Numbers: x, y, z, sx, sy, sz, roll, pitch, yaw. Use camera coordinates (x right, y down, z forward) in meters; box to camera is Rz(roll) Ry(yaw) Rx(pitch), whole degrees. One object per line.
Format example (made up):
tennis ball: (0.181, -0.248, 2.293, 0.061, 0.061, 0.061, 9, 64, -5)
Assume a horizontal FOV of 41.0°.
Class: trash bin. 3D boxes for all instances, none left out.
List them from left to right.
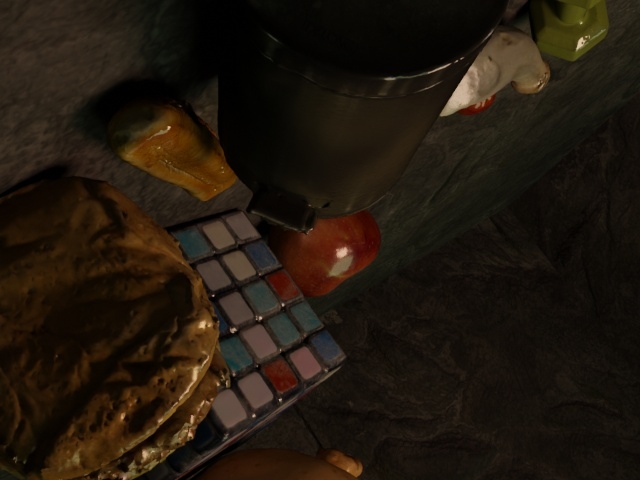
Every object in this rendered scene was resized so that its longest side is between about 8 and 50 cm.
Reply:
trash bin: (0.017, -0.156, 0.712, 0.301, 0.203, 0.252, 113, 0, -71)

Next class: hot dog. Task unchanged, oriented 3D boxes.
hot dog: (-0.143, -0.091, 0.871, 0.088, 0.061, 0.286, -31, 170, -2)

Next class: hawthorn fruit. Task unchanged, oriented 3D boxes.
hawthorn fruit: (0.232, -0.241, 1.339, 0.093, 0.093, 0.093, -34, 169, -7)

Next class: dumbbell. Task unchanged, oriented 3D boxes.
dumbbell: (0.346, -0.339, 1.163, 0.108, 0.121, 0.302, -8, 173, 10)

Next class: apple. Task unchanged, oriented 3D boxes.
apple: (0.000, 0.000, 1.461, 0.201, 0.162, 0.201, -36, -179, 1)

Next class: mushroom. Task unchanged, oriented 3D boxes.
mushroom: (0.250, -0.252, 1.222, 0.270, 0.103, 0.118, -17, 135, -40)

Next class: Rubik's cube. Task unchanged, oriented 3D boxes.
Rubik's cube: (-0.195, 0.167, 1.217, 0.293, 0.292, 0.287, -40, 169, 35)

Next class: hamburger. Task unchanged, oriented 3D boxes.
hamburger: (-0.230, 0.093, 0.802, 0.260, 0.283, 0.144, -29, 160, -12)

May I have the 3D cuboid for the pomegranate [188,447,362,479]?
pomegranate: (-0.049, 0.464, 1.198, 0.412, 0.411, 0.411, -34, 169, -7)
